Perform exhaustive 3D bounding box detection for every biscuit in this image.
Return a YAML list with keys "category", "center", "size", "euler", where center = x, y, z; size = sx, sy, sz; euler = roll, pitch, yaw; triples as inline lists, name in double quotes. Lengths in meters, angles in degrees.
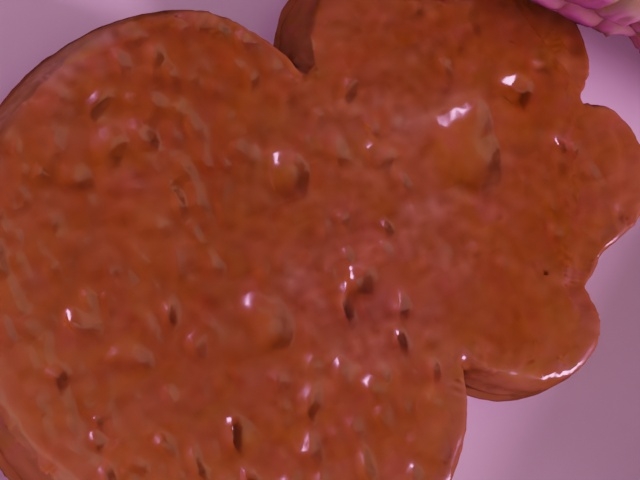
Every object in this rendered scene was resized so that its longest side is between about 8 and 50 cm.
- category: "biscuit"
  center: [-0.001, 0.000, 0.690]
  size: [0.289, 0.044, 0.202]
  euler: [-34, 93, -36]

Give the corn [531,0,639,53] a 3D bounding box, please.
- category: "corn"
  center: [0.180, -0.104, 0.754]
  size: [0.335, 0.127, 0.126]
  euler: [24, 63, -30]
